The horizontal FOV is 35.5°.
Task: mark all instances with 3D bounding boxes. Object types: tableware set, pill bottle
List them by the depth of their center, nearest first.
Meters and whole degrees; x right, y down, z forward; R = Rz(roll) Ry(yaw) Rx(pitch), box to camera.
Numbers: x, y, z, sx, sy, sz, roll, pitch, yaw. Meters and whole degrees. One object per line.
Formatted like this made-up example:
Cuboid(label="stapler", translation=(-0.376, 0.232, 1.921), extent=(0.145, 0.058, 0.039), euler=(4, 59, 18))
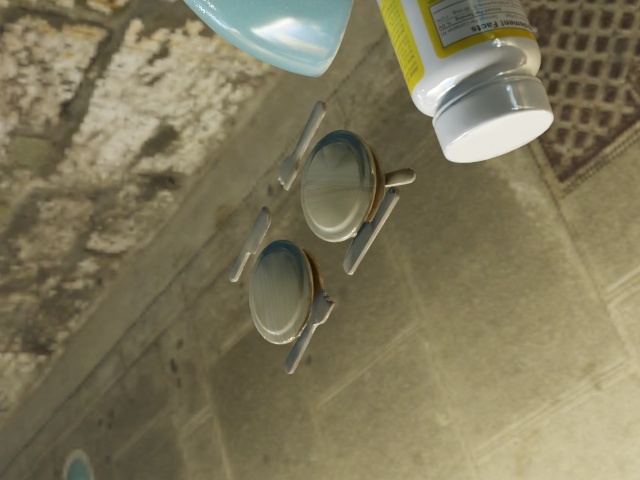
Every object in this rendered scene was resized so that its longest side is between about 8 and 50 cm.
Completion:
Cuboid(label="tableware set", translation=(0.000, 0.000, 0.805), extent=(0.128, 0.039, 0.194), euler=(55, 127, 39))
Cuboid(label="pill bottle", translation=(0.123, -0.183, 0.886), extent=(0.119, 0.119, 0.208), euler=(-34, 67, 46))

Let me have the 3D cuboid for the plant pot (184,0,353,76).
Cuboid(label="plant pot", translation=(-0.080, -0.372, 1.309), extent=(0.290, 0.196, 0.290), euler=(-175, 90, -75))
